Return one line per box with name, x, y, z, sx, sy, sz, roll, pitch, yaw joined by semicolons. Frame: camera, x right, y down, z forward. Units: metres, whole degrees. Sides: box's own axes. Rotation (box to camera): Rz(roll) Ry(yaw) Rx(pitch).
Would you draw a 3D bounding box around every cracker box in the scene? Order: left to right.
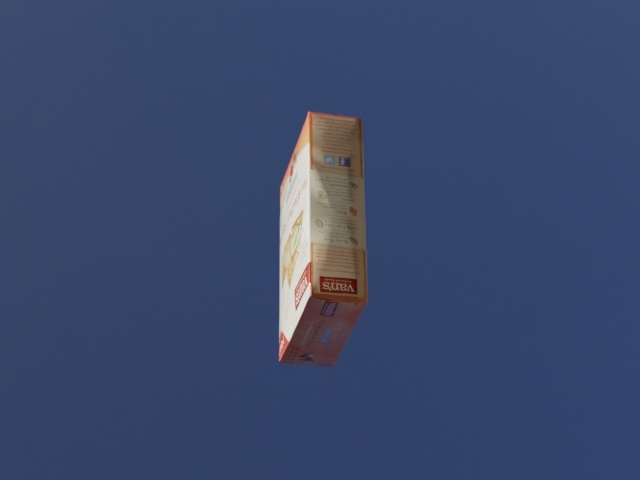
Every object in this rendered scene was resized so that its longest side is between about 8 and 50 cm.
cracker box;0.000;0.000;1.601;0.067;0.155;0.232;6;-122;-12
